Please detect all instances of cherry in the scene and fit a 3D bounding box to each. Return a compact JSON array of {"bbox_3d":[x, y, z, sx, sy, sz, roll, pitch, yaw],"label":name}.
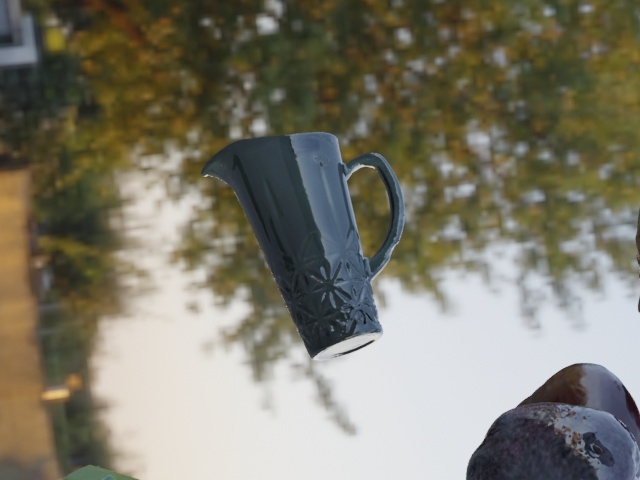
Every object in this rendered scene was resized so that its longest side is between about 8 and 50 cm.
[{"bbox_3d":[0.255,0.264,1.705,0.195,0.195,0.195,173,-90,-79],"label":"cherry"}]

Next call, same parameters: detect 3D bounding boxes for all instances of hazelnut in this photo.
[{"bbox_3d":[0.355,0.286,2.186,0.217,0.217,0.251,-111,-155,-51],"label":"hazelnut"}]

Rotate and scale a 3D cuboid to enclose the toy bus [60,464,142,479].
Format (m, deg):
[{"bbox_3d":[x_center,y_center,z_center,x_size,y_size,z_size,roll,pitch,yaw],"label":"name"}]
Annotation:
[{"bbox_3d":[-0.248,0.332,1.870,0.175,0.088,0.101,8,-62,44],"label":"toy bus"}]

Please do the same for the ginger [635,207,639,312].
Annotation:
[{"bbox_3d":[0.428,0.051,1.543,0.221,0.276,0.130,-53,176,13],"label":"ginger"}]

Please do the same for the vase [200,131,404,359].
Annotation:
[{"bbox_3d":[0.000,0.000,2.073,0.156,0.251,0.300,93,-20,-73],"label":"vase"}]
